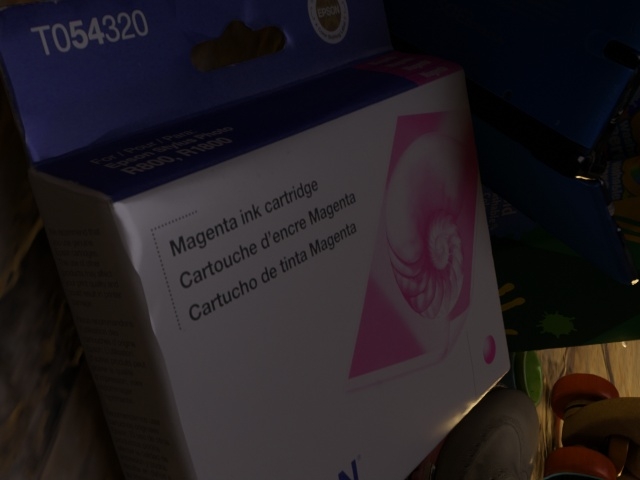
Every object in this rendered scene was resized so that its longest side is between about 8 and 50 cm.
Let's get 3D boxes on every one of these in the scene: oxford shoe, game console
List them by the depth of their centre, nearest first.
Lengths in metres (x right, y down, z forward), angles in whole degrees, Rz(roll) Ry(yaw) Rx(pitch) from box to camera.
[{"bbox_3d":[0.144,0.257,0.677,0.140,0.146,0.397,64,33,-23],"label":"oxford shoe"},{"bbox_3d":[0.165,-0.145,0.679,0.173,0.293,0.250,7,116,-40],"label":"game console"}]

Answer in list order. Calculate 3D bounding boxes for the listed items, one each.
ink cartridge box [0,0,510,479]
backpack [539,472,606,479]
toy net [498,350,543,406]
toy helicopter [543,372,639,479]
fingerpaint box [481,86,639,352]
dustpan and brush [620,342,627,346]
[{"bbox_3d":[0.000,0.000,0.515,0.324,0.071,0.330,-30,114,-47],"label":"ink cartridge box"},{"bbox_3d":[0.243,0.322,0.796,0.144,0.166,0.188,97,15,-50],"label":"backpack"},{"bbox_3d":[0.242,0.100,0.992,0.122,0.045,0.232,50,41,-39],"label":"toy net"},{"bbox_3d":[0.440,0.313,1.073,0.355,0.235,0.140,57,36,-33],"label":"toy helicopter"},{"bbox_3d":[0.343,-0.114,0.911,0.163,0.371,0.444,57,38,-34],"label":"fingerpaint box"},{"bbox_3d":[0.503,0.086,1.441,0.211,0.060,0.147,63,35,-13],"label":"dustpan and brush"}]
